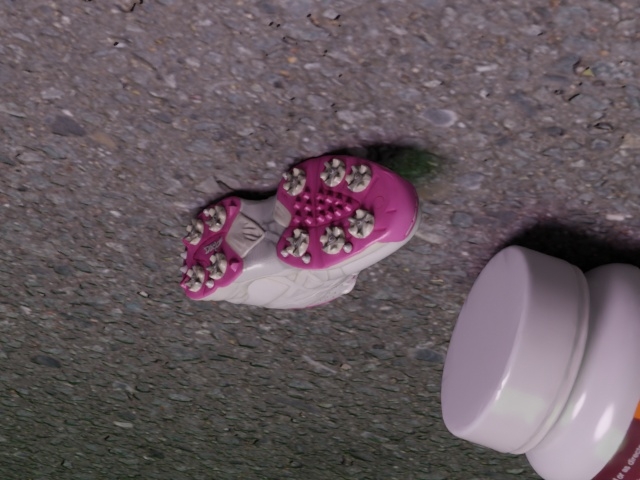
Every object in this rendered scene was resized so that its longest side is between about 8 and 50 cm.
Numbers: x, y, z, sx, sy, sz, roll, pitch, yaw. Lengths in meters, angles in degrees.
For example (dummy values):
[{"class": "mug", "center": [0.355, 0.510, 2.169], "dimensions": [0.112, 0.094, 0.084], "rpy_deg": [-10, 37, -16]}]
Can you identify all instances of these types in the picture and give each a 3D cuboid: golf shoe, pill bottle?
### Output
[{"class": "golf shoe", "center": [0.000, 0.000, 1.438], "dimensions": [0.140, 0.115, 0.306], "rpy_deg": [22, 157, -37]}, {"class": "pill bottle", "center": [0.331, 0.151, 1.446], "dimensions": [0.392, 0.224, 0.224], "rpy_deg": [18, 149, -12]}]
